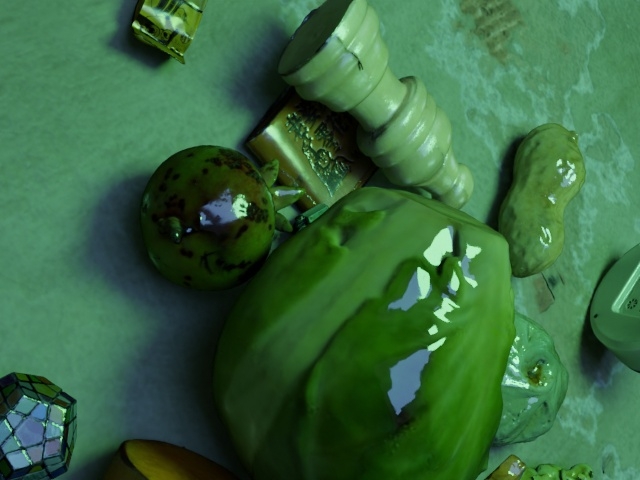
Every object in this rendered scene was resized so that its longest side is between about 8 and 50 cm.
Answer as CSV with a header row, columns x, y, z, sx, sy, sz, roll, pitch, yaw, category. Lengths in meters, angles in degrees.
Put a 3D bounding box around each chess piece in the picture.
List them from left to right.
x,y,z,sx,sy,sz,roll,pitch,yaw,category
0.094,-0.156,1.005,0.307,0.124,0.138,43,30,-27,chess piece

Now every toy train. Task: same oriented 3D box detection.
x,y,z,sx,sy,sz,roll,pitch,yaw,category
0.000,0.000,0.980,0.053,0.033,0.083,-32,109,-12,toy train

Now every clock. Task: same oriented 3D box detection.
x,y,z,sx,sy,sz,roll,pitch,yaw,category
0.519,0.088,1.199,0.083,0.230,0.230,38,61,-20,clock

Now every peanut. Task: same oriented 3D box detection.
x,y,z,sx,sy,sz,roll,pitch,yaw,category
0.323,-0.064,1.178,0.101,0.117,0.263,25,68,-4,peanut

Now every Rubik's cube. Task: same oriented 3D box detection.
x,y,z,sx,sy,sz,roll,pitch,yaw,category
-0.276,0.176,0.735,0.093,0.111,0.111,6,74,-5,Rubik's cube

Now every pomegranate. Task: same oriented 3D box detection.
x,y,z,sx,sy,sz,roll,pitch,yaw,category
-0.096,-0.031,0.870,0.220,0.156,0.156,-20,91,-39,pomegranate

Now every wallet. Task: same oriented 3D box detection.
x,y,z,sx,sy,sz,roll,pitch,yaw,category
0.009,-0.134,1.024,0.161,0.042,0.195,46,59,-17,wallet

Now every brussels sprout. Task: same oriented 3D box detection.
x,y,z,sx,sy,sz,roll,pitch,yaw,category
0.053,0.134,0.833,0.315,0.276,0.371,2,105,-35,brussels sprout

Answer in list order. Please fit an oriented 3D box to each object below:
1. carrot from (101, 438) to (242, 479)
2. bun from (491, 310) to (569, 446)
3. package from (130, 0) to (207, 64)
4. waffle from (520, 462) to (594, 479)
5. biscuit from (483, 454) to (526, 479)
x,y,z,sx,sy,sz,roll,pitch,yaw,category
-0.152,0.349,0.713,0.193,0.214,0.331,33,67,-21,carrot
0.256,0.183,1.075,0.196,0.118,0.195,10,73,-35,bun
-0.174,-0.267,0.928,0.071,0.047,0.131,25,68,-30,package
0.307,0.462,1.072,0.297,0.073,0.317,-11,86,-35,waffle
0.164,0.313,0.909,0.183,0.280,0.043,-42,68,3,biscuit
